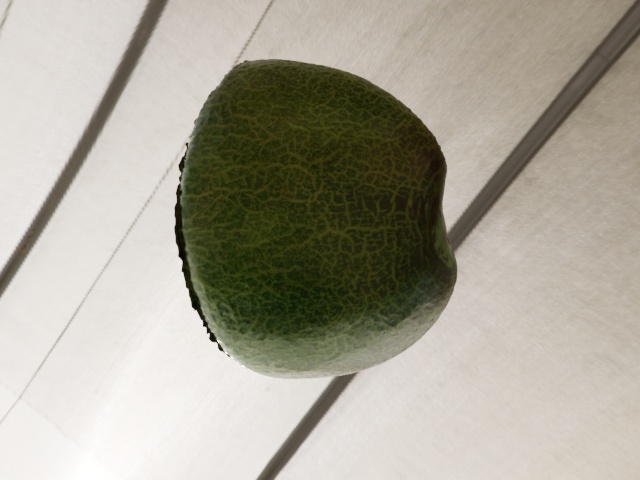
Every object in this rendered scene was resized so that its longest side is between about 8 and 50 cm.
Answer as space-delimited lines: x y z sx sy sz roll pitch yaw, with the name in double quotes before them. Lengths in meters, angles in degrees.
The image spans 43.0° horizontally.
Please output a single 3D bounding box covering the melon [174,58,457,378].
"melon" 0.000 0.000 0.589 0.169 0.129 0.265 -1 -73 31
